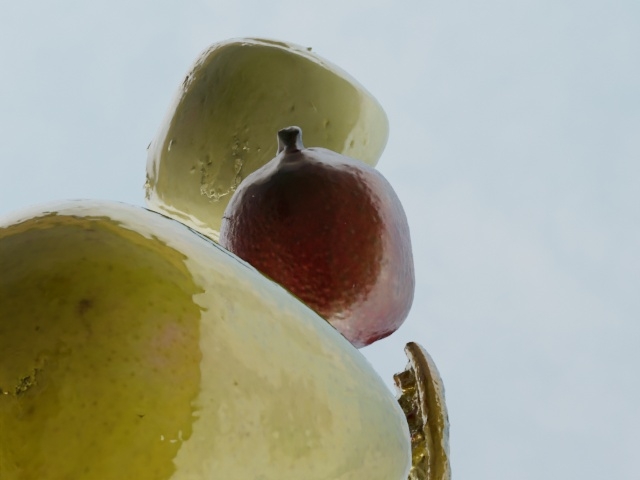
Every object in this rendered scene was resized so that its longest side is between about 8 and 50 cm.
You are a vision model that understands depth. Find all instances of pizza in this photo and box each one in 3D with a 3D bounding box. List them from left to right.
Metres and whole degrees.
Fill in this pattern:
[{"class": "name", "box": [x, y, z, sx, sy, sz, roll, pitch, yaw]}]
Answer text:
[{"class": "pizza", "box": [0.079, 0.163, 1.622, 0.099, 0.036, 0.160, 120, -25, -43]}]

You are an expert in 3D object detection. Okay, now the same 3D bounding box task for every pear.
[{"class": "pear", "box": [-0.119, 0.122, 1.174, 0.285, 0.336, 0.285, -56, -167, 20]}]

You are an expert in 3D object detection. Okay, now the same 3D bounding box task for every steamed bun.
[{"class": "steamed bun", "box": [-0.071, -0.088, 1.929, 0.273, 0.166, 0.232, 20, -107, 50]}]

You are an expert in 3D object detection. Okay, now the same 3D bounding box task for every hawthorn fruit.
[{"class": "hawthorn fruit", "box": [0.000, 0.000, 1.553, 0.169, 0.169, 0.188, -3, -90, 30]}]
